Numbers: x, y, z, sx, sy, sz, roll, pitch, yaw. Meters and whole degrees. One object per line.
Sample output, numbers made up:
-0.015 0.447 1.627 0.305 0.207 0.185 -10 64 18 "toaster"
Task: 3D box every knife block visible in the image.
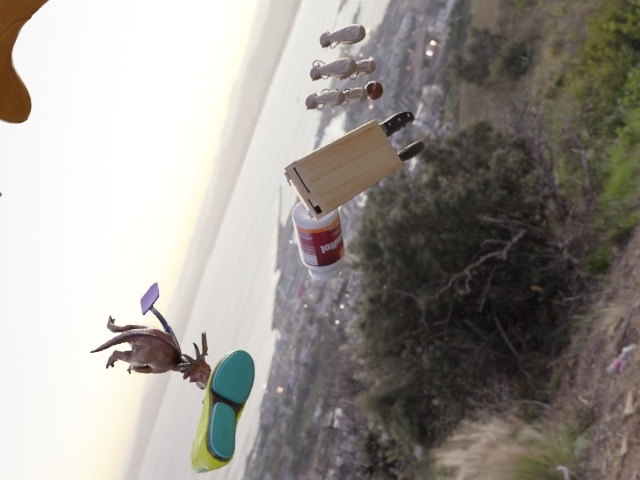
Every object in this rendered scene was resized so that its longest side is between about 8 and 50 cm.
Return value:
0.067 -0.129 1.039 0.242 0.088 0.275 -33 2 0 "knife block"

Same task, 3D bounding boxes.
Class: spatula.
-0.415 0.214 1.750 0.084 0.030 0.296 -50 48 10 "spatula"

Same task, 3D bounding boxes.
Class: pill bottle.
0.000 0.000 1.252 0.086 0.086 0.152 -84 -13 -47 "pill bottle"

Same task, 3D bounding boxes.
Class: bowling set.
0.069 -0.449 1.911 0.154 0.200 0.287 2 64 40 "bowling set"

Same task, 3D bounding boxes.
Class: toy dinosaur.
-0.356 0.241 1.480 0.296 0.200 0.127 38 -122 -54 "toy dinosaur"

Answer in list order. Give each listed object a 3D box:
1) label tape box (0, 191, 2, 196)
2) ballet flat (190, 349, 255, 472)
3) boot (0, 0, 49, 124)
-1.102 -0.125 1.838 0.106 0.240 0.334 -9 29 51 "label tape box"
-0.162 0.269 1.060 0.077 0.077 0.231 -45 20 28 "ballet flat"
-0.421 -0.292 0.889 0.295 0.211 0.104 57 -159 -47 "boot"
